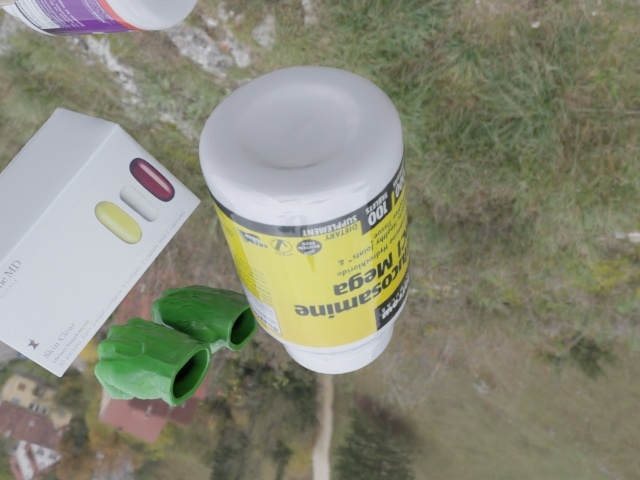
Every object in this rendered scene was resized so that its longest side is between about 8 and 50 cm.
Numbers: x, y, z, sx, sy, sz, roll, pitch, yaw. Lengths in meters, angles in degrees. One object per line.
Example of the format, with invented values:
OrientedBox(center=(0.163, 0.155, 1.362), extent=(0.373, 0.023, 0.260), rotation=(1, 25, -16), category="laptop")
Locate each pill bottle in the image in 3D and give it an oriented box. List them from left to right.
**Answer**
OrientedBox(center=(-0.336, -0.390, 1.102), extent=(0.323, 0.181, 0.181), rotation=(9, 151, 36), category="pill bottle")
OrientedBox(center=(0.000, 0.000, 0.808), extent=(0.188, 0.187, 0.333), rotation=(7, 144, 14), category="pill bottle")

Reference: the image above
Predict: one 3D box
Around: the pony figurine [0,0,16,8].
OrientedBox(center=(-0.519, -0.312, 0.714), extent=(0.364, 0.302, 0.351), rotation=(12, 175, 5), category="pony figurine")

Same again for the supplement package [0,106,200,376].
OrientedBox(center=(-0.314, -0.010, 0.919), extent=(0.204, 0.261, 0.145), rotation=(21, 161, 51), category="supplement package")

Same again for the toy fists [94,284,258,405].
OrientedBox(center=(-0.207, 0.144, 1.108), extent=(0.142, 0.279, 0.096), rotation=(16, 117, 20), category="toy fists")
